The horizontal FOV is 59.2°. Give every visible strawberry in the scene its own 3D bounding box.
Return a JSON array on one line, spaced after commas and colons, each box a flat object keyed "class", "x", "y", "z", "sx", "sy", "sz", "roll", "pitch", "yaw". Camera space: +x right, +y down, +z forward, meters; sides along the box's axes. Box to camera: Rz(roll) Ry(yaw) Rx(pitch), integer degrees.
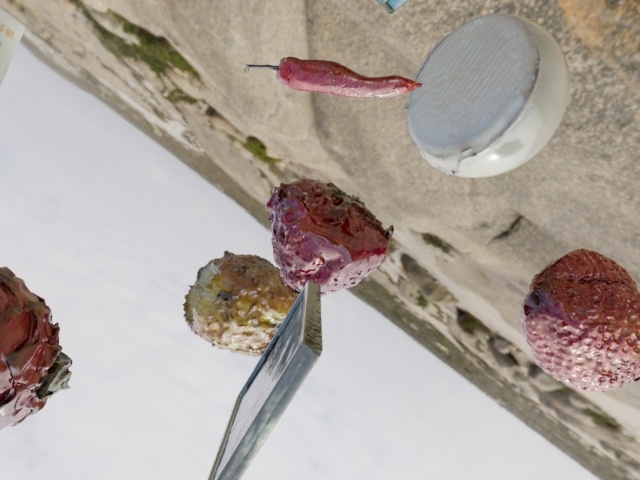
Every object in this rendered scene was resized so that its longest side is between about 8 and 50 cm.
[{"class": "strawberry", "x": 0.000, "y": 0.000, "z": 1.126, "sx": 0.274, "sy": 0.221, "sz": 0.274, "roll": 30, "pitch": -171, "yaw": -5}, {"class": "strawberry", "x": 0.500, "y": 0.158, "z": 1.089, "sx": 0.288, "sy": 0.239, "sz": 0.250, "roll": 18, "pitch": -144, "yaw": -31}]

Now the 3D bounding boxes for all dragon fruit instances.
[{"class": "dragon fruit", "x": -0.505, "y": 0.144, "z": 0.800, "sx": 0.299, "sy": 0.244, "sz": 0.244, "roll": 54, "pitch": 170, "yaw": -27}]

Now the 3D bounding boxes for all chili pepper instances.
[{"class": "chili pepper", "x": 0.015, "y": -0.236, "z": 0.829, "sx": 0.267, "sy": 0.051, "sz": 0.059, "roll": 10, "pitch": 162, "yaw": 2}]

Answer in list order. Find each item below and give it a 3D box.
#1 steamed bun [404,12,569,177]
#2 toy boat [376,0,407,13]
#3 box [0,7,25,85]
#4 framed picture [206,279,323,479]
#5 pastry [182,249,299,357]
[{"class": "steamed bun", "x": 0.395, "y": -0.316, "z": 1.298, "sx": 0.241, "sy": 0.375, "sz": 0.374, "roll": 16, "pitch": -169, "yaw": -36}, {"class": "toy boat", "x": 0.053, "y": -0.342, "z": 0.612, "sx": 0.186, "sy": 0.075, "sz": 0.077, "roll": 57, "pitch": -161, "yaw": -11}, {"class": "box", "x": -0.395, "y": -0.165, "z": 0.571, "sx": 0.032, "sy": 0.221, "sz": 0.122, "roll": -1, "pitch": 158, "yaw": 30}, {"class": "framed picture", "x": -0.043, "y": 0.115, "z": 0.465, "sx": 0.015, "sy": 0.150, "sz": 0.203, "roll": 31, "pitch": -173, "yaw": -4}, {"class": "pastry", "x": -0.203, "y": 0.186, "z": 1.623, "sx": 0.337, "sy": 0.293, "sz": 0.405, "roll": 23, "pitch": 170, "yaw": -18}]
